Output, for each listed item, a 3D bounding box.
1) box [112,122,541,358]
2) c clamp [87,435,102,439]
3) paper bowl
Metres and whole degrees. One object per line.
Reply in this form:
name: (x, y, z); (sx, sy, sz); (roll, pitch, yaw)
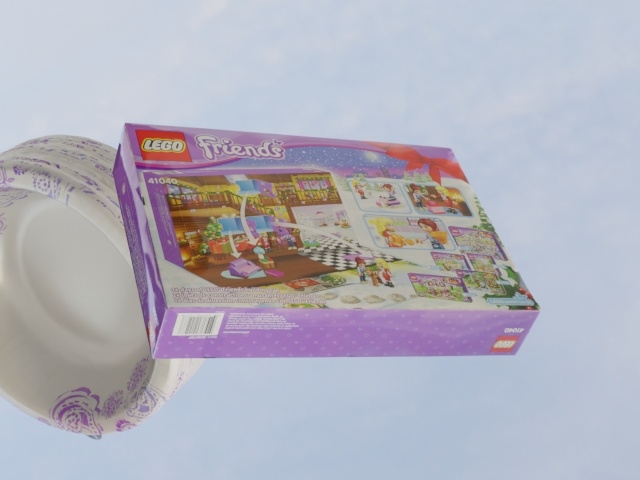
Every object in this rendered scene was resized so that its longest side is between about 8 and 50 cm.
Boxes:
box: (0.000, 0.000, 0.871); (0.293, 0.057, 0.201); (2, -138, -23)
c clamp: (-0.347, 0.199, 1.444); (0.137, 0.161, 0.022); (13, -124, 36)
paper bowl: (-0.226, 0.034, 1.094); (0.284, 0.284, 0.148); (6, -154, 25)
